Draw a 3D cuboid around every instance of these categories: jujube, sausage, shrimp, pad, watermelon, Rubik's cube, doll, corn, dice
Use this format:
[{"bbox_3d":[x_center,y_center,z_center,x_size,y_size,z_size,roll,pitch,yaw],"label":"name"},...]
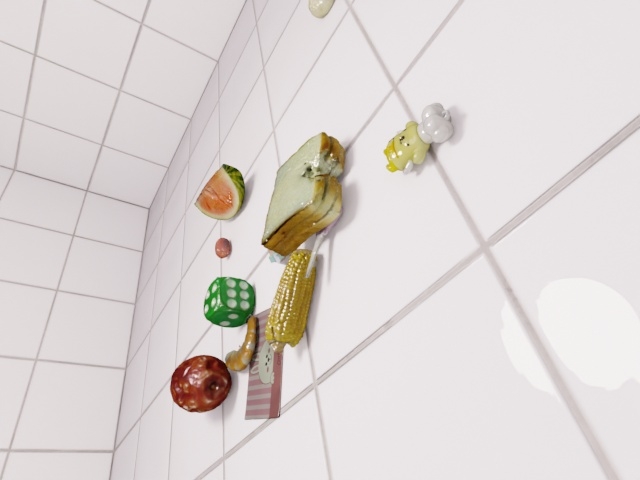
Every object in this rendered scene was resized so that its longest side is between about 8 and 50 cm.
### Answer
[{"bbox_3d":[-0.376,0.445,1.317,0.250,0.174,0.174,-24,55,56],"label":"jujube"},{"bbox_3d":[-0.380,0.028,1.645,0.054,0.059,0.094,-44,34,20],"label":"sausage"},{"bbox_3d":[-0.239,0.308,1.274,0.161,0.049,0.166,-23,55,55],"label":"shrimp"},{"bbox_3d":[-0.154,0.331,1.167,0.202,0.005,0.300,-31,50,49],"label":"pad"},{"bbox_3d":[-0.365,-0.193,1.677,0.303,0.159,0.128,-37,15,48],"label":"watermelon"},{"bbox_3d":[-0.114,0.029,1.191,0.075,0.073,0.084,-19,61,54],"label":"Rubik's cube"},{"bbox_3d":[0.188,-0.198,0.822,0.162,0.062,0.106,-37,50,44],"label":"doll"},{"bbox_3d":[-0.068,0.145,1.035,0.097,0.097,0.262,-8,62,57],"label":"corn"},{"bbox_3d":[-0.287,0.193,1.334,0.120,0.131,0.128,-45,38,39],"label":"dice"}]

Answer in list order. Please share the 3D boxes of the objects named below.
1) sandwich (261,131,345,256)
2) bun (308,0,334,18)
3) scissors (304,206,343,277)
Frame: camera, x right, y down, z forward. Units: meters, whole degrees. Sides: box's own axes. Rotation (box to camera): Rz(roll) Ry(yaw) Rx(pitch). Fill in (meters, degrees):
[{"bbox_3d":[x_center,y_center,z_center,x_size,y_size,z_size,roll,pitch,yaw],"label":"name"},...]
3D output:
[{"bbox_3d":[-0.039,-0.129,1.093,0.249,0.095,0.273,-36,37,43],"label":"sandwich"},{"bbox_3d":[-0.001,-0.831,1.454,0.115,0.069,0.115,-31,51,48],"label":"bun"},{"bbox_3d":[0.000,0.000,1.031,0.110,0.021,0.212,-20,45,51],"label":"scissors"}]
